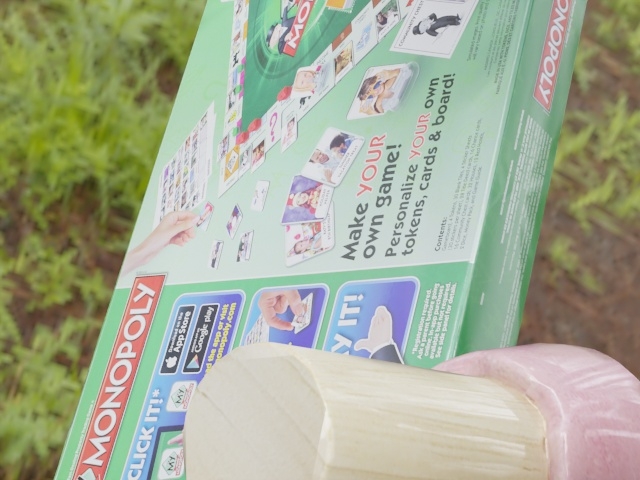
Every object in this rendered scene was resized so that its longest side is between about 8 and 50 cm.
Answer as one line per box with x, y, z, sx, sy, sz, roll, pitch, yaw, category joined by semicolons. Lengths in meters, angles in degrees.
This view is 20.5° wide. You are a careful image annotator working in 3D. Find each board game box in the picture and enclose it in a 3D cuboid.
0.000;0.000;0.823;0.046;0.214;0.317;38;58;-42;board game box

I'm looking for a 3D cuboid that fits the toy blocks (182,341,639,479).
0.190;0.024;0.361;0.260;0.288;0.309;15;16;-49;toy blocks
